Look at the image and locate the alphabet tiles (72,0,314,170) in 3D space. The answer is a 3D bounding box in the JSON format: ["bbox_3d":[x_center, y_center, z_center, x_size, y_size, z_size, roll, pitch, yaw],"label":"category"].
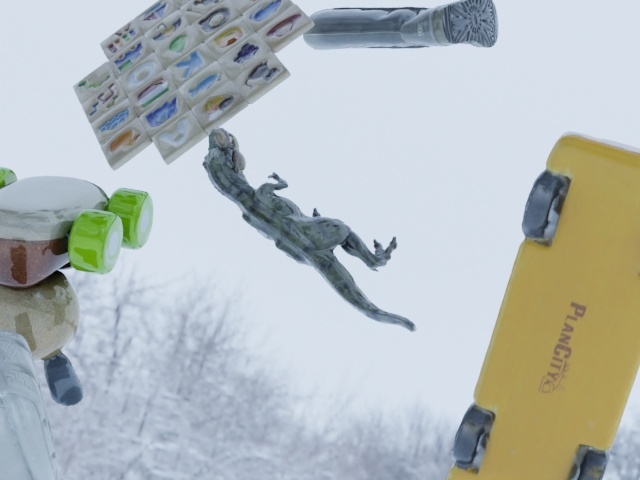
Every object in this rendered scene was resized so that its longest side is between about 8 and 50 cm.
[{"bbox_3d":[-0.163,-0.221,1.406,0.011,0.285,0.342,54,1,-39],"label":"alphabet tiles"}]

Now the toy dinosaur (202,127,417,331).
[{"bbox_3d":[0.000,0.000,1.033,0.268,0.064,0.118,40,17,22],"label":"toy dinosaur"}]

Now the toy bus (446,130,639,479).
[{"bbox_3d":[0.181,0.089,0.857,0.108,0.332,0.130,19,14,17],"label":"toy bus"}]

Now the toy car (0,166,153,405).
[{"bbox_3d":[-0.239,0.046,0.977,0.155,0.188,0.149,10,17,9],"label":"toy car"}]

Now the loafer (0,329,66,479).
[{"bbox_3d":[-0.241,0.201,0.853,0.112,0.319,0.112,-13,35,-13],"label":"loafer"}]

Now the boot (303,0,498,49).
[{"bbox_3d":[0.109,-0.281,1.531,0.209,0.076,0.190,-3,4,36],"label":"boot"}]
